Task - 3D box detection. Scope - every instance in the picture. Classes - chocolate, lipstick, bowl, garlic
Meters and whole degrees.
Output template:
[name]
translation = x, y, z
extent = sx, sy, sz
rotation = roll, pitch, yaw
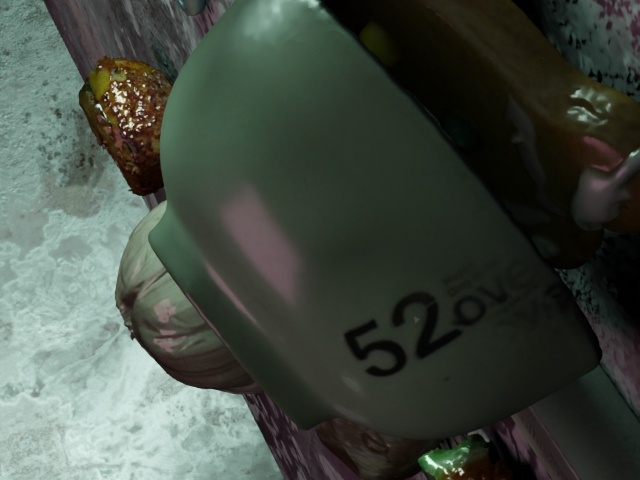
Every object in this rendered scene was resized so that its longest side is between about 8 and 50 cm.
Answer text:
[chocolate]
translation = 0.059, 0.214, 1.670
extent = 0.161, 0.083, 0.261
rotation = 21, 158, 9
[lipstick]
translation = 0.193, 0.138, 1.128
extent = 0.317, 0.068, 0.066
rotation = 59, 169, 32
[bowl]
translation = 0.007, 0.005, 1.015
extent = 0.354, 0.185, 0.354
rotation = 51, 179, 2
[garlic]
translation = -0.165, 0.080, 2.163
extent = 0.317, 0.259, 0.317
rotation = -16, -90, -84

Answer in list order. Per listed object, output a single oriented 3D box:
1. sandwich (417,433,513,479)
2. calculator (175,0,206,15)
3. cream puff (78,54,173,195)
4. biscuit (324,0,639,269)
[sandwich]
translation = 0.178, 0.353, 1.422
extent = 0.250, 0.162, 0.301
rotation = 64, 172, -18
[calculator]
translation = -0.208, -0.414, 1.868
extent = 0.188, 0.042, 0.303
rotation = 56, 166, 44
[cream puff]
translation = -0.300, -0.196, 2.466
extent = 0.240, 0.164, 0.240
rotation = 54, 179, 1
[biscuit]
translation = 0.041, -0.152, 0.971
extent = 0.432, 0.064, 0.283
rotation = 49, 168, 5
